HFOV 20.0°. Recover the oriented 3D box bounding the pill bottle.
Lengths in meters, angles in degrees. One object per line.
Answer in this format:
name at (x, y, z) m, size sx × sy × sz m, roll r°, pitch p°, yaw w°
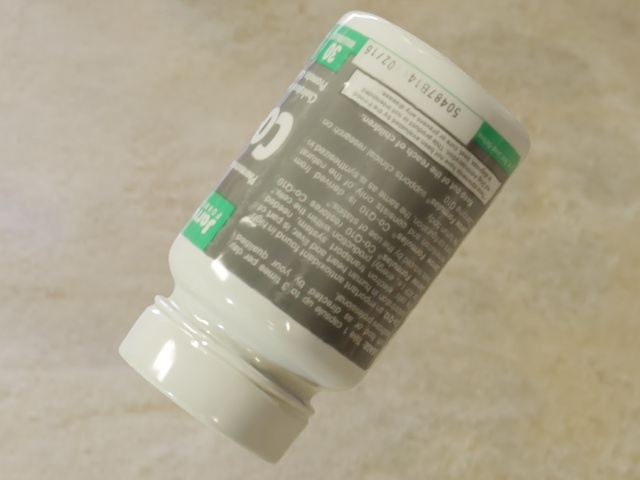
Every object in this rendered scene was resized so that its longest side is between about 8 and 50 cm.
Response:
pill bottle at (0.000, 0.000, 1.569) m, size 0.204 × 0.204 × 0.361 m, roll 35°, pitch 88°, yaw 25°
